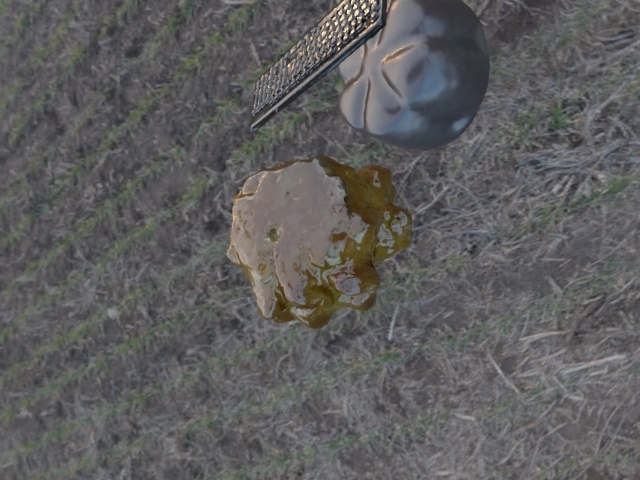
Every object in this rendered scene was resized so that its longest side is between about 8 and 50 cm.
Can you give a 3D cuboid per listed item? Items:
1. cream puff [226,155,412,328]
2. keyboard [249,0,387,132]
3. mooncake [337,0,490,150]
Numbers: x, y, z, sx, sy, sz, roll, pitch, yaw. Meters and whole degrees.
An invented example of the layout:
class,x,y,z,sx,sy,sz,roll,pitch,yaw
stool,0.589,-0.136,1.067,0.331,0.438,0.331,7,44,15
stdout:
class,x,y,z,sx,sy,sz,roll,pitch,yaw
cream puff,0.000,0.000,0.429,0.116,0.094,0.122,24,82,29
keyboard,-0.011,-0.206,0.751,0.250,0.017,0.087,-26,51,48
mooncake,0.127,-0.253,0.988,0.245,0.133,0.245,-4,86,59
